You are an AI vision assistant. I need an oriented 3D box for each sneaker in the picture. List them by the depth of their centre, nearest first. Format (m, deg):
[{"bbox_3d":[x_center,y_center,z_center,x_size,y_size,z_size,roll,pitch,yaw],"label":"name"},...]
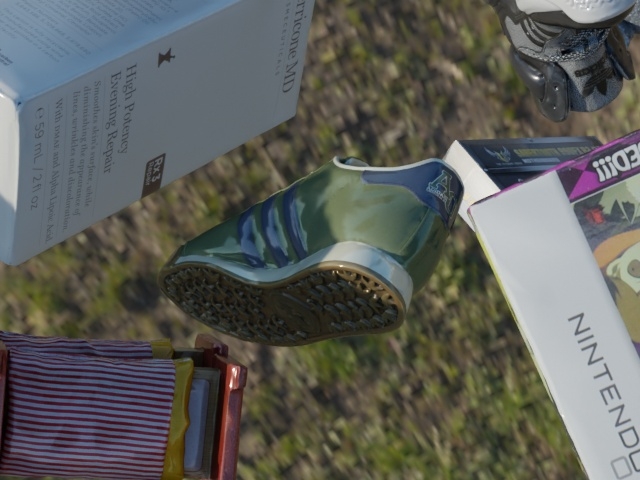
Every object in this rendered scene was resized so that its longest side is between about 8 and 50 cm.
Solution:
[{"bbox_3d":[0.000,0.000,0.976,0.192,0.064,0.086,-5,44,56],"label":"sneaker"},{"bbox_3d":[0.207,-0.169,1.578,0.101,0.153,0.268,-30,19,-5],"label":"sneaker"}]

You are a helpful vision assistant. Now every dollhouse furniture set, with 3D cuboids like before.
[{"bbox_3d":[-0.179,0.258,1.595,0.201,0.152,0.374,2,98,-14],"label":"dollhouse furniture set"}]

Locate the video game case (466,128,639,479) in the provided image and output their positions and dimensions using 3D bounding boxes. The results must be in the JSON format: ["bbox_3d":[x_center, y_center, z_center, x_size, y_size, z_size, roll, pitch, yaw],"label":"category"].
[{"bbox_3d":[0.196,0.037,0.678,0.232,0.042,0.210,-23,89,5],"label":"video game case"}]

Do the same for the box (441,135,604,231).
[{"bbox_3d":[0.244,-0.023,1.967,0.183,0.231,0.056,50,124,29],"label":"box"}]

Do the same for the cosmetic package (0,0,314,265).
[{"bbox_3d":[-0.108,-0.091,1.112,0.085,0.117,0.231,36,47,27],"label":"cosmetic package"}]

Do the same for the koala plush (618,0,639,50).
[{"bbox_3d":[0.310,-0.310,2.080,0.196,0.203,0.221,-35,101,-18],"label":"koala plush"}]
